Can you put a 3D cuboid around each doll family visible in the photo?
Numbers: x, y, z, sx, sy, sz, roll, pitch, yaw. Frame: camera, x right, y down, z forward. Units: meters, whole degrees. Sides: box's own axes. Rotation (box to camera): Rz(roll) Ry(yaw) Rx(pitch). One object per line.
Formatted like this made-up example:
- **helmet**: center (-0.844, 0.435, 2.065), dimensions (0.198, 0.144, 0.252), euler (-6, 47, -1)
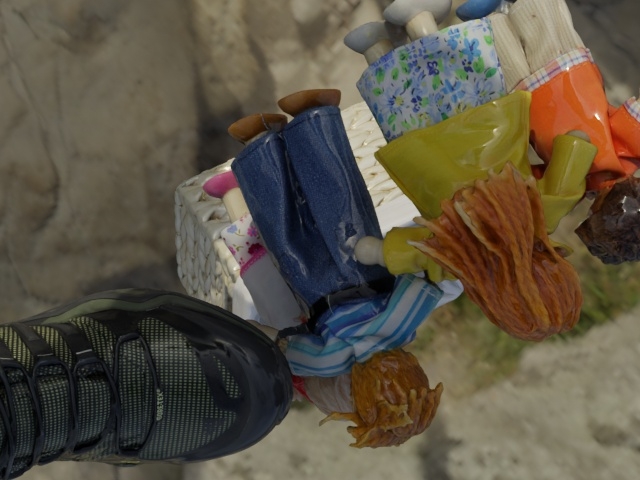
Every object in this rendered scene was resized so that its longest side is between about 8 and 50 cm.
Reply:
- **doll family**: center (0.032, 0.000, 0.798), dimensions (0.263, 0.163, 0.118), euler (-33, 163, 33)

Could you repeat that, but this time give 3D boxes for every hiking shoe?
- **hiking shoe**: center (-0.127, 0.076, 0.782), dimensions (0.227, 0.114, 0.086), euler (1, 113, 6)

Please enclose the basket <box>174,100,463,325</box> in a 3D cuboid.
- **basket**: center (0.000, 0.000, 1.124), dimensions (0.167, 0.103, 0.113), euler (-24, 147, -21)
